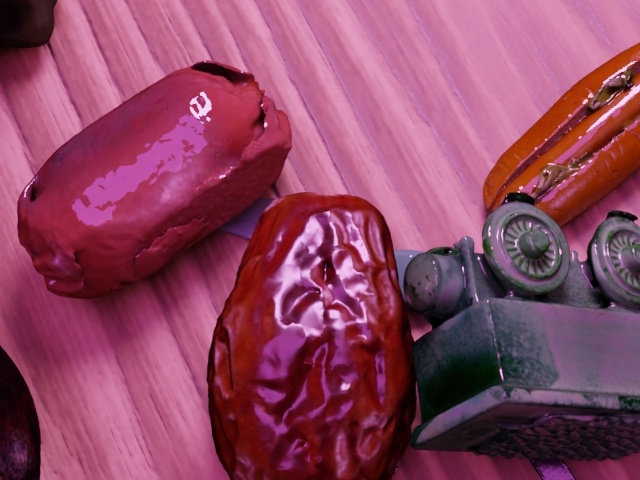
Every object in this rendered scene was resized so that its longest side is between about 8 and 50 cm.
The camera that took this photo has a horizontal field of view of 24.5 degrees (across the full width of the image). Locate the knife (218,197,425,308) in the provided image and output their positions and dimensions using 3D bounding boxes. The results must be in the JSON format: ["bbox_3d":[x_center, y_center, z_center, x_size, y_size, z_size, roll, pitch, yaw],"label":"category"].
[{"bbox_3d":[0.001,-0.001,1.419,0.260,0.034,0.063,21,80,17],"label":"knife"}]

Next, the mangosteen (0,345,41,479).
[{"bbox_3d":[-0.392,0.221,1.297,0.306,0.307,0.347,-11,104,6],"label":"mangosteen"}]

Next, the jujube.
[{"bbox_3d":[-0.007,0.105,1.308,0.197,0.197,0.290,1,76,9],"label":"jujube"}]

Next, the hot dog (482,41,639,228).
[{"bbox_3d":[0.259,-0.101,1.385,0.249,0.068,0.100,-41,73,-3],"label":"hot dog"}]

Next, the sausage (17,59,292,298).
[{"bbox_3d":[-0.159,-0.057,1.397,0.279,0.152,0.152,-36,72,-1],"label":"sausage"}]

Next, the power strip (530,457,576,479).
[{"bbox_3d":[0.197,0.189,1.329,0.029,0.038,0.111,-31,71,0],"label":"power strip"}]

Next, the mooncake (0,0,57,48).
[{"bbox_3d":[-0.447,-0.270,1.486,0.351,0.187,0.351,-2,78,9],"label":"mooncake"}]

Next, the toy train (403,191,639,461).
[{"bbox_3d":[0.195,0.078,1.262,0.266,0.145,0.202,7,63,-31],"label":"toy train"}]
